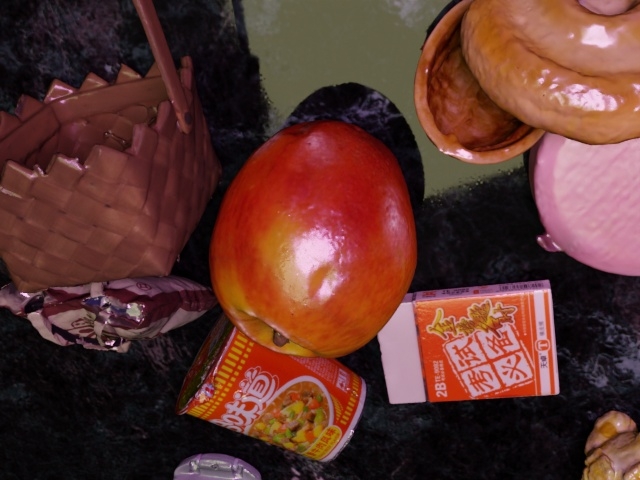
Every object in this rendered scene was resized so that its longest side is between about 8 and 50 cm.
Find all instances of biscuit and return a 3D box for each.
[{"bbox_3d":[0.295,-0.204,0.745,0.274,0.091,0.213,-27,66,-13],"label":"biscuit"}]

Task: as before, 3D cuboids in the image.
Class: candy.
[{"bbox_3d":[0.358,-0.077,0.859,0.255,0.094,0.255,4,112,9],"label":"candy"}]

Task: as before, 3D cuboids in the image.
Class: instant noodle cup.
[{"bbox_3d":[-0.057,0.196,1.008,0.212,0.193,0.193,30,114,-11],"label":"instant noodle cup"}]

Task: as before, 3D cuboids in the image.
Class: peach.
[{"bbox_3d":[0.000,0.000,0.880,0.238,0.281,0.280,3,117,46],"label":"peach"}]

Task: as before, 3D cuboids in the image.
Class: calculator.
[{"bbox_3d":[-0.160,0.444,1.189,0.141,0.045,0.246,3,112,9],"label":"calculator"}]

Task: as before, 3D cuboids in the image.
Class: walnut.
[{"bbox_3d":[0.187,-0.175,0.843,0.167,0.087,0.211,37,85,2],"label":"walnut"}]

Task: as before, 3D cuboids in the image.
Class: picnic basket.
[{"bbox_3d":[-0.268,-0.133,0.843,0.254,0.291,0.321,-9,122,14],"label":"picnic basket"}]

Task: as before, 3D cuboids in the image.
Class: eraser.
[{"bbox_3d":[0.196,0.139,1.006,0.230,0.038,0.157,-6,111,12],"label":"eraser"}]

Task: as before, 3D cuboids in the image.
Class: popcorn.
[{"bbox_3d":[0.411,0.309,0.985,0.136,0.141,0.162,10,74,9],"label":"popcorn"}]

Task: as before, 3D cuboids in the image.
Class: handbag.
[{"bbox_3d":[-0.266,0.084,0.973,0.213,0.235,0.127,1,90,14],"label":"handbag"}]
